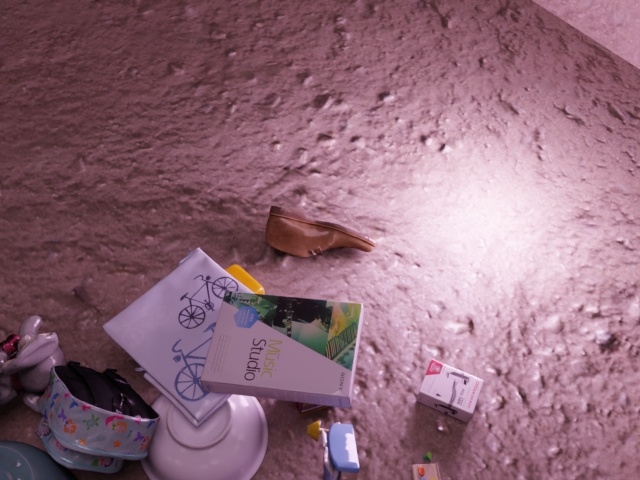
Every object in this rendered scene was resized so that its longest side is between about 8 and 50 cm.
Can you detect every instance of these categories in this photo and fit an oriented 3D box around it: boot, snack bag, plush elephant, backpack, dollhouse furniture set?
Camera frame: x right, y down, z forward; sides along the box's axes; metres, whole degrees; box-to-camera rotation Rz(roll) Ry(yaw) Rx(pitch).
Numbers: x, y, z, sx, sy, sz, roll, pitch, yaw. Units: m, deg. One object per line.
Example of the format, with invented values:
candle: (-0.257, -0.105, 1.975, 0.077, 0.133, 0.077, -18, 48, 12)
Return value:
boot: (0.000, 0.000, 2.008, 0.305, 0.112, 0.115, 14, 85, 1)
snack bag: (-0.282, 0.207, 1.699, 0.342, 0.037, 0.323, 36, 59, 20)
plush elephant: (-0.691, 0.270, 1.653, 0.255, 0.272, 0.330, -20, 57, -28)
backpack: (-0.469, 0.379, 1.568, 0.253, 0.225, 0.191, 11, 79, 52)
dollhouse furniture set: (-0.039, 0.561, 1.523, 0.198, 0.287, 0.303, 6, 26, -6)

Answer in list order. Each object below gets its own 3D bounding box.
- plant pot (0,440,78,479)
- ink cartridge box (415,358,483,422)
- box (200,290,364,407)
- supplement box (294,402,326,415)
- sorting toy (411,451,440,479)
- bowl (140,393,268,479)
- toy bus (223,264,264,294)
plant pot: (-0.636, 0.536, 1.479, 0.292, 0.235, 0.293, 2, 55, -3)
ink cartridge box: (0.310, 0.360, 1.782, 0.135, 0.056, 0.099, 21, 55, 11)
box: (-0.077, 0.231, 1.616, 0.321, 0.059, 0.232, 5, 53, 8)
supplement box: (-0.011, 0.317, 1.707, 0.104, 0.188, 0.081, -16, 57, -15)
sorting toy: (0.239, 0.522, 1.689, 0.061, 0.012, 0.083, -3, 56, -6)
bowl: (-0.263, 0.415, 1.654, 0.297, 0.134, 0.298, 2, 55, -3)
toy bus: (-0.290, 0.198, 1.806, 0.108, 0.130, 0.332, 40, 61, 20)
